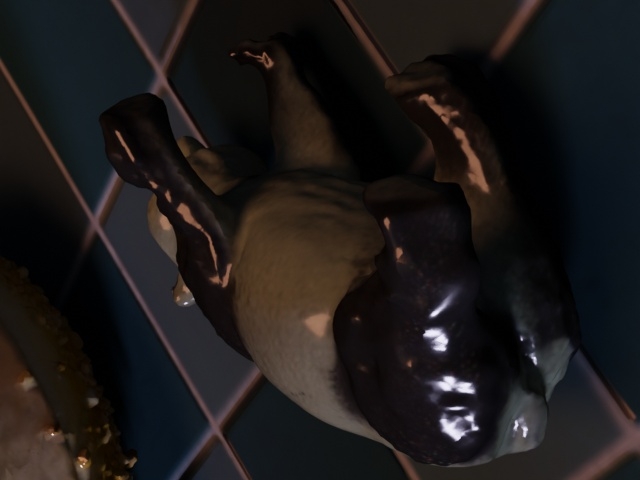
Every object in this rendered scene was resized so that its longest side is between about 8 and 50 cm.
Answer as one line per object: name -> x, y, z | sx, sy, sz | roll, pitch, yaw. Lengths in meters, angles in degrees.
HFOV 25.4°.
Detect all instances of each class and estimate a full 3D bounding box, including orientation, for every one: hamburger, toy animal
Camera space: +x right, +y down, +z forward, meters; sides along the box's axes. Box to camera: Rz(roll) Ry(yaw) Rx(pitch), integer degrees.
hamburger -> -0.210, 0.128, 0.778 | 0.302, 0.170, 0.302 | 24, 123, 43
toy animal -> 0.000, 0.000, 0.491 | 0.225, 0.094, 0.121 | 20, 132, 47
